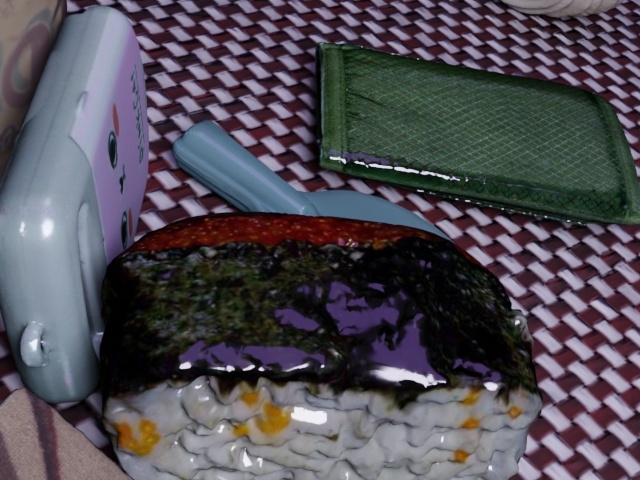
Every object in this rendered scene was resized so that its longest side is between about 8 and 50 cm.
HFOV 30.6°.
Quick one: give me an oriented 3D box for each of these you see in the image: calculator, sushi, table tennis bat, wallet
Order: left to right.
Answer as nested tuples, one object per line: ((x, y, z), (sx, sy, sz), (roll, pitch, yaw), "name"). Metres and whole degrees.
((-0.134, -0.024, 0.648), (0.045, 0.141, 0.246), (2, 41, 1), "calculator")
((-0.004, 0.067, 0.597), (0.225, 0.136, 0.126), (10, 39, -10), "sushi")
((0.000, 0.000, 0.752), (0.237, 0.038, 0.149), (37, 42, 14), "table tennis bat")
((0.110, -0.076, 0.859), (0.236, 0.055, 0.160), (9, 35, -7), "wallet")

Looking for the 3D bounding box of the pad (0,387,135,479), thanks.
((-0.127, 0.222, 0.425), (0.220, 0.004, 0.330), (40, 43, -2), "pad")

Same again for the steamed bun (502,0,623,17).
((0.211, -0.268, 1.076), (0.183, 0.106, 0.183), (13, 38, -11), "steamed bun")

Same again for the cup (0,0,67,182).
((-0.287, -0.161, 0.656), (0.301, 0.257, 0.227), (-11, 46, -28), "cup")
